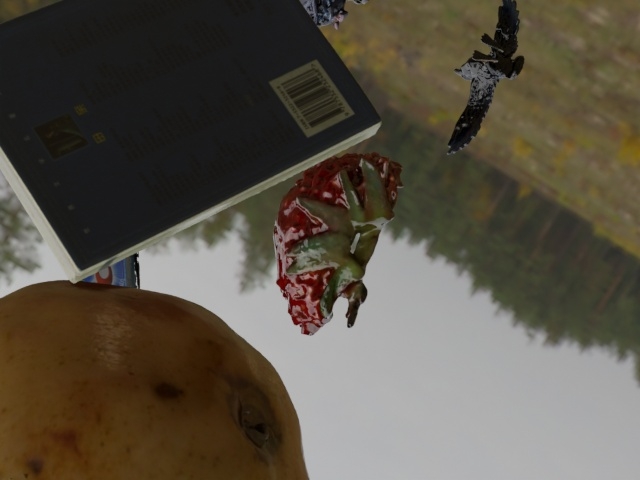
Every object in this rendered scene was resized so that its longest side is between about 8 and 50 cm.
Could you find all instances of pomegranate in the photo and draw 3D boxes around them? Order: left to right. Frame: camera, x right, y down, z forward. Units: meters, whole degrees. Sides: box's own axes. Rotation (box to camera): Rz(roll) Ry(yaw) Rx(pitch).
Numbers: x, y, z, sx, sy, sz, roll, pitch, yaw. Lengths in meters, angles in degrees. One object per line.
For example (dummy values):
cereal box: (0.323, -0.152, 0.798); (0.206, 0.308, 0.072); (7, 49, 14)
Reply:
pomegranate: (-0.213, 0.234, 1.269); (0.411, 0.411, 0.411); (32, -175, -3)

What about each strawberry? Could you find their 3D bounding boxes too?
strawberry: (-0.005, -0.002, 1.179); (0.087, 0.167, 0.208); (25, 170, -9)

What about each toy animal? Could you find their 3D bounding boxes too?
toy animal: (0.202, -0.207, 1.685); (0.062, 0.220, 0.108); (23, 164, -6)

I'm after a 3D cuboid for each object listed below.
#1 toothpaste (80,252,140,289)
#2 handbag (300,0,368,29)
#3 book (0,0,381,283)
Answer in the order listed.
toothpaste: (-0.251, -0.049, 1.616); (0.066, 0.272, 0.053); (-5, 171, 8)
handbag: (-0.066, -0.340, 1.735); (0.260, 0.113, 0.162); (11, 128, 42)
book: (-0.110, -0.106, 1.000); (0.191, 0.269, 0.025); (56, 151, 11)
